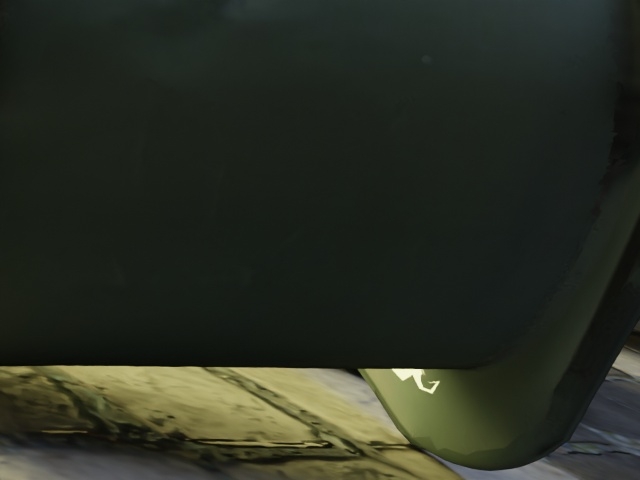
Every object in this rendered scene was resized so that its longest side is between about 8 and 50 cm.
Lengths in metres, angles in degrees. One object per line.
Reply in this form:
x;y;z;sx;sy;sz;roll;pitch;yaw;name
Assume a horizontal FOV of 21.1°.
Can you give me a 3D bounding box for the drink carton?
-0.025;-0.036;0.452;0.189;0.191;0.185;-1;40;-33;drink carton
